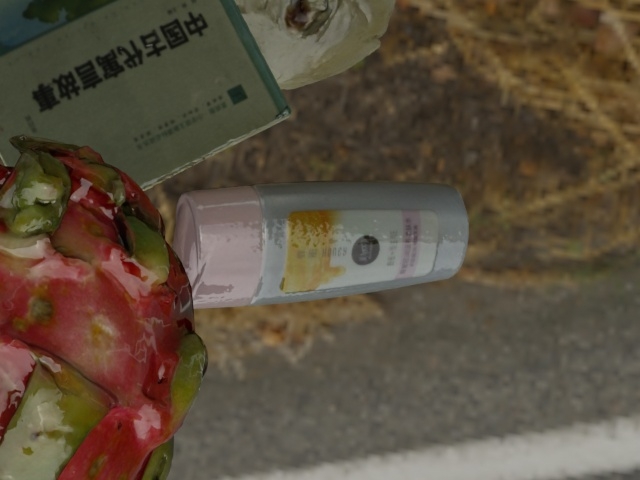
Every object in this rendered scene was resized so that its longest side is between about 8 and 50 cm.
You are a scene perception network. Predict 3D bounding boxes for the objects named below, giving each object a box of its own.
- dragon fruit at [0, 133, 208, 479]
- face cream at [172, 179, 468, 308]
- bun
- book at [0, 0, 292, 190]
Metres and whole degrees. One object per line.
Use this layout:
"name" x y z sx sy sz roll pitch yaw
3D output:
"dragon fruit" -0.200 0.080 1.010 0.237 0.302 0.231 43 -175 19
"face cream" 0.000 0.000 1.239 0.198 0.084 0.057 -6 -156 -25
"bun" -0.015 -0.208 1.627 0.166 0.113 0.173 41 106 -18
"book" -0.175 -0.170 1.376 0.215 0.282 0.025 -29 177 -9
